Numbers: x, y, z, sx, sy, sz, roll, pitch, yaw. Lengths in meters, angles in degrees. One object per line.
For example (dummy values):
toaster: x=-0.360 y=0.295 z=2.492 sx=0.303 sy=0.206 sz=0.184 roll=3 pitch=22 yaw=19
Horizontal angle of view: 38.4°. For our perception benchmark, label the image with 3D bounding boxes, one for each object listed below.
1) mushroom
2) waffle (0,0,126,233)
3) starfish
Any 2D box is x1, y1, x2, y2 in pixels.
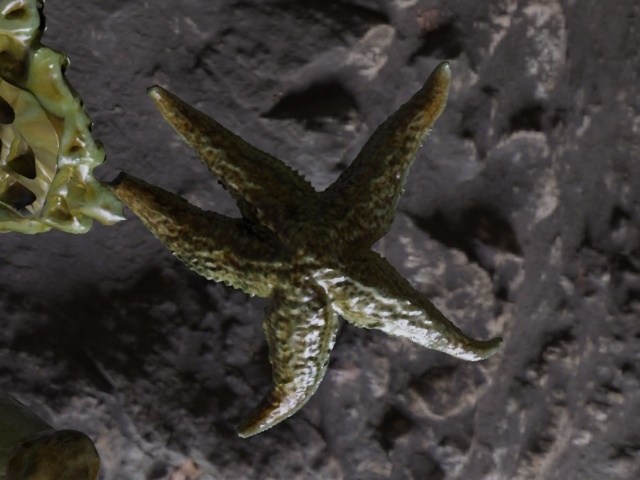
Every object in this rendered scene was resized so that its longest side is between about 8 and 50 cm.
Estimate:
mushroom: x=-0.335 y=0.180 z=0.893 sx=0.100 sy=0.312 sz=0.081 roll=26 pitch=83 yaw=-52
waffle: x=-0.255 y=-0.091 z=0.647 sx=0.054 sy=0.204 sz=0.223 roll=-56 pitch=142 yaw=-44
starfish: x=0.000 y=0.000 z=0.463 sx=0.224 sy=0.050 sz=0.216 roll=30 pitch=87 yaw=-11
